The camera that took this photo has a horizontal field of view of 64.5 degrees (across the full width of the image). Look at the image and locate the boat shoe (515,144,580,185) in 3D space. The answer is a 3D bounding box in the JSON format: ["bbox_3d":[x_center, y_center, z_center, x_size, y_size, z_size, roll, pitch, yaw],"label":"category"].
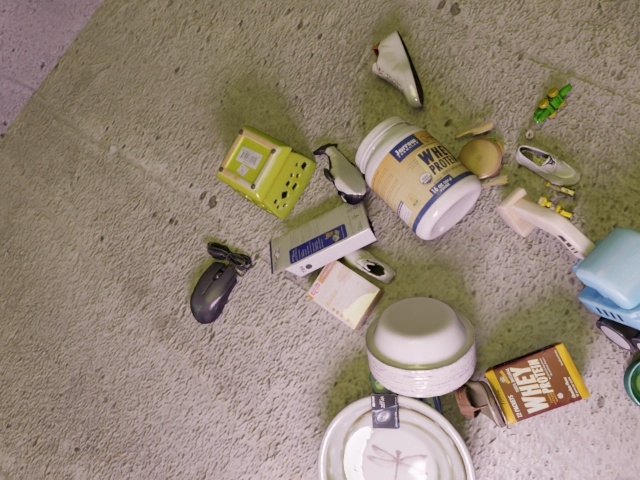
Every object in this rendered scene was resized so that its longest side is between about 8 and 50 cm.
[{"bbox_3d":[0.631,-0.214,1.410,0.184,0.063,0.066,39,94,23],"label":"boat shoe"}]

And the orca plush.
[{"bbox_3d":[0.053,-0.190,1.595,0.287,0.151,0.102,50,136,34],"label":"orca plush"}]

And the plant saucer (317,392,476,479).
[{"bbox_3d":[0.194,0.588,1.302,0.400,0.100,0.401,-2,85,20],"label":"plant saucer"}]

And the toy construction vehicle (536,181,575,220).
[{"bbox_3d":[0.656,-0.109,1.399,0.098,0.035,0.086,25,99,25],"label":"toy construction vehicle"}]

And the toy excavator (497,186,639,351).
[{"bbox_3d":[0.676,0.042,1.231,0.222,0.433,0.445,-44,95,2],"label":"toy excavator"}]

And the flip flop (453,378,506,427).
[{"bbox_3d":[0.370,0.397,1.272,0.080,0.277,0.112,-26,100,-10],"label":"flip flop"}]

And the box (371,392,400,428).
[{"bbox_3d":[0.161,0.423,1.263,0.067,0.018,0.083,-4,85,18],"label":"box"}]

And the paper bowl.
[{"bbox_3d":[0.256,0.255,1.319,0.284,0.284,0.148,-2,118,20],"label":"paper bowl"}]

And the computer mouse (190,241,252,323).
[{"bbox_3d":[-0.362,0.147,1.693,0.188,0.072,0.272,23,87,22],"label":"computer mouse"}]

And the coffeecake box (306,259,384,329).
[{"bbox_3d":[0.075,0.159,1.532,0.185,0.068,0.142,33,91,23],"label":"coffeecake box"}]

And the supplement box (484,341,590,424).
[{"bbox_3d":[0.529,0.349,1.259,0.194,0.191,0.129,-26,72,14],"label":"supplement box"}]

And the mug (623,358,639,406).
[{"bbox_3d":[0.809,0.334,1.211,0.158,0.097,0.129,-43,68,6],"label":"mug"}]

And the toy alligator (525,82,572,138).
[{"bbox_3d":[0.639,-0.373,1.451,0.190,0.056,0.051,-51,25,5],"label":"toy alligator"}]

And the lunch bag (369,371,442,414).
[{"bbox_3d":[0.241,0.436,1.404,0.176,0.090,0.219,-15,75,14],"label":"lunch bag"}]

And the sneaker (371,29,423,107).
[{"bbox_3d":[0.239,-0.519,1.607,0.123,0.106,0.290,-24,62,21],"label":"sneaker"}]

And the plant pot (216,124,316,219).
[{"bbox_3d":[-0.184,-0.229,1.636,0.228,0.207,0.227,30,91,24],"label":"plant pot"}]

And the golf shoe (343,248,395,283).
[{"bbox_3d":[0.139,0.065,1.521,0.176,0.086,0.069,25,90,24],"label":"golf shoe"}]

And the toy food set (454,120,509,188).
[{"bbox_3d":[0.474,-0.241,1.493,0.132,0.038,0.192,-16,79,24],"label":"toy food set"}]

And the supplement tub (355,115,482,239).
[{"bbox_3d":[0.271,-0.181,1.446,0.228,0.228,0.316,-44,68,7],"label":"supplement tub"}]

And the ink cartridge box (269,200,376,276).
[{"bbox_3d":[0.000,0.000,1.560,0.332,0.065,0.165,-25,40,13],"label":"ink cartridge box"}]
